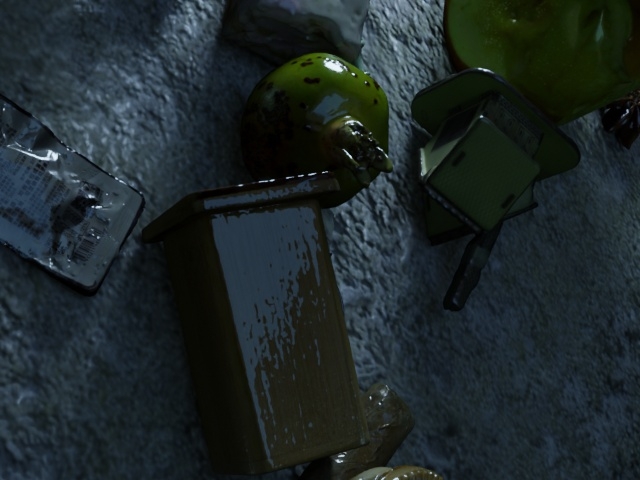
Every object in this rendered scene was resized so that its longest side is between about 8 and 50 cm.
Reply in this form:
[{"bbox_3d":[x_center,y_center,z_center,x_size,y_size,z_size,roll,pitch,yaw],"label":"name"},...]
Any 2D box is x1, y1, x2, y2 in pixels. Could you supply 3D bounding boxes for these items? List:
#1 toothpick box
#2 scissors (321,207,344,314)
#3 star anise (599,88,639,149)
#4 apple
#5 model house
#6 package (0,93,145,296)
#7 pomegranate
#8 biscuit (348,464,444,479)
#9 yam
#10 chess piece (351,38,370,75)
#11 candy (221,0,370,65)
[{"bbox_3d":[-0.066,0.100,1.251,0.187,0.190,0.308,-10,84,-30],"label":"toothpick box"},{"bbox_3d":[0.000,0.000,1.433,0.109,0.022,0.300,24,62,-26],"label":"scissors"},{"bbox_3d":[0.517,-0.237,1.850,0.167,0.057,0.168,12,67,-30],"label":"star anise"},{"bbox_3d":[0.384,-0.350,1.617,0.374,0.374,0.384,41,57,-16],"label":"apple"},{"bbox_3d":[0.189,-0.059,1.490,0.218,0.205,0.279,38,64,-17],"label":"model house"},{"bbox_3d":[-0.322,-0.058,1.228,0.239,0.030,0.154,37,58,-19],"label":"package"},{"bbox_3d":[0.011,-0.122,1.361,0.198,0.198,0.246,-19,47,-37],"label":"pomegranate"},{"bbox_3d":[0.077,0.385,1.275,0.259,0.079,0.259,-6,98,-50],"label":"biscuit"},{"bbox_3d":[-0.003,0.312,1.291,0.081,0.081,0.357,50,55,-10],"label":"yam"},{"bbox_3d":[0.055,-0.242,1.548,0.042,0.042,0.093,-22,93,-37],"label":"chess piece"},{"bbox_3d":[-0.023,-0.324,1.462,0.184,0.137,0.195,25,59,-25],"label":"candy"}]
